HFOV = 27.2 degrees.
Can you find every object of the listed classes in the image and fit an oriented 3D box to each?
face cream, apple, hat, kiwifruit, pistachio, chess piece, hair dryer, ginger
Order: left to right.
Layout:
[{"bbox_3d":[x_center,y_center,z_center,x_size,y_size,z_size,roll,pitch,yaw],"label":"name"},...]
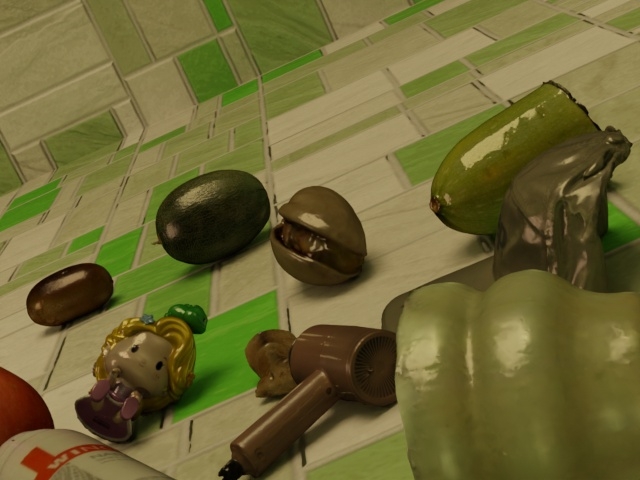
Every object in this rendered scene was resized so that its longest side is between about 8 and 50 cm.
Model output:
[{"bbox_3d":[-0.322,0.189,1.210,0.139,0.163,0.163,32,47,24],"label":"apple"},{"bbox_3d":[-0.339,0.073,1.789,0.124,0.075,0.075,-20,15,4],"label":"kiwifruit"},{"bbox_3d":[-0.175,0.206,1.011,0.102,0.102,0.345,-32,18,-25],"label":"face cream"},{"bbox_3d":[-0.039,0.113,1.229,0.057,0.044,0.137,-9,14,-11],"label":"ginger"},{"bbox_3d":[-0.020,0.137,1.088,0.181,0.064,0.117,-39,19,-26],"label":"hair dryer"},{"bbox_3d":[0.000,0.000,1.451,0.113,0.113,0.149,-27,30,-8],"label":"pistachio"},{"bbox_3d":[0.158,-0.003,1.150,0.244,0.149,0.214,-10,18,14],"label":"hat"},{"bbox_3d":[0.222,0.077,0.728,0.330,0.182,0.182,-14,18,17],"label":"chess piece"}]

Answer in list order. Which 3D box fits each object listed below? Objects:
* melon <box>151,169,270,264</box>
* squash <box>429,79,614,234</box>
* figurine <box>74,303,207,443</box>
[{"bbox_3d":[-0.146,-0.028,1.744,0.167,0.114,0.114,-26,15,-12],"label":"melon"},{"bbox_3d":[0.194,-0.070,1.340,0.186,0.123,0.123,-32,16,-13],"label":"squash"},{"bbox_3d":[-0.179,0.129,1.312,0.115,0.094,0.156,-40,16,55],"label":"figurine"}]
